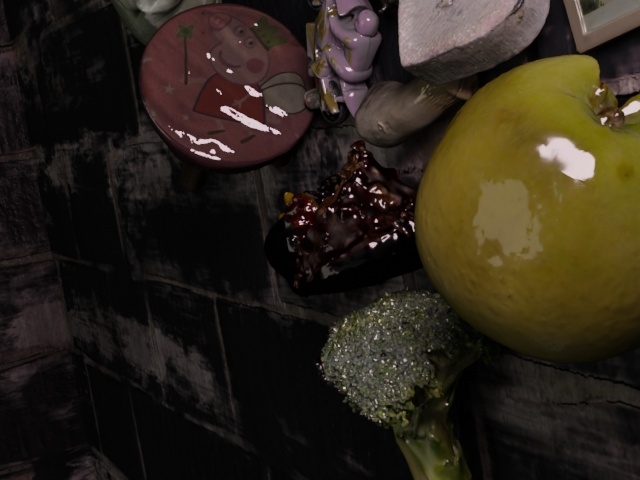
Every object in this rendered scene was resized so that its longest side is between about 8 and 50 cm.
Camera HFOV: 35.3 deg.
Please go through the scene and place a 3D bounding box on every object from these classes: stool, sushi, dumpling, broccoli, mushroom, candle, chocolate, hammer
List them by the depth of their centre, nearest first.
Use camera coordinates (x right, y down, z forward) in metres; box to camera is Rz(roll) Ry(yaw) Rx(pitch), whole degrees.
[{"bbox_3d":[0.153,-0.253,1.114,0.168,0.068,0.192,-55,44,15],"label":"candle"},{"bbox_3d":[0.116,-0.174,1.266,0.081,0.092,0.223,44,158,-11],"label":"mushroom"},{"bbox_3d":[0.139,0.243,1.299,0.361,0.221,0.252,63,158,5],"label":"broccoli"},{"bbox_3d":[0.047,-0.039,1.320,0.224,0.206,0.177,-37,67,60],"label":"chocolate"},{"bbox_3d":[0.000,0.000,1.481,0.153,0.150,0.172,-48,59,57],"label":"sushi"},{"bbox_3d":[-0.001,-0.237,1.509,0.031,0.052,0.083,54,-153,-59],"label":"hammer"},{"bbox_3d":[-0.150,-0.216,1.578,0.178,0.272,0.272,124,128,-70],"label":"stool"},{"bbox_3d":[-0.266,-0.438,1.641,0.320,0.211,0.270,40,130,35],"label":"dumpling"}]

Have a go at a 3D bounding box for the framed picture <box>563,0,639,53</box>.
[{"bbox_3d":[0.311,-0.326,0.900,0.315,0.024,0.232,-19,86,63],"label":"framed picture"}]

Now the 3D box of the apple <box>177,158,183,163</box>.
[{"bbox_3d":[-0.218,-0.188,1.850,0.102,0.126,0.126,-38,63,24],"label":"apple"}]

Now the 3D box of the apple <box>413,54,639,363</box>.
[{"bbox_3d":[0.219,-0.029,0.974,0.295,0.233,0.258,53,148,37],"label":"apple"}]

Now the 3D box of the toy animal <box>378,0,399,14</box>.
[{"bbox_3d":[0.081,-0.341,1.300,0.136,0.047,0.065,57,152,30],"label":"toy animal"}]

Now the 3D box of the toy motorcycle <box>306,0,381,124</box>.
[{"bbox_3d":[0.034,-0.272,1.388,0.152,0.073,0.225,10,109,58],"label":"toy motorcycle"}]
